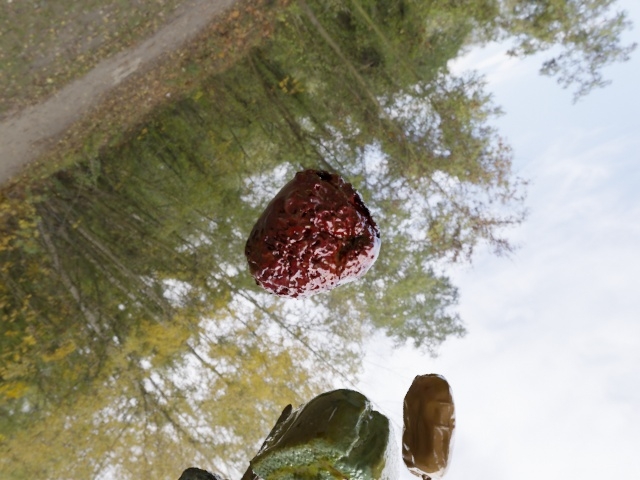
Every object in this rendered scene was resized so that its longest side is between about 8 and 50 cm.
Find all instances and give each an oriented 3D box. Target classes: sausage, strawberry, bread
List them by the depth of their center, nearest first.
[{"bbox_3d":[0.008,0.209,0.472,0.156,0.111,0.103,14,-152,17],"label":"bread"},{"bbox_3d":[0.000,0.000,0.891,0.220,0.274,0.274,23,-126,30],"label":"strawberry"},{"bbox_3d":[0.252,0.433,1.058,0.136,0.120,0.242,114,-18,-79],"label":"sausage"}]

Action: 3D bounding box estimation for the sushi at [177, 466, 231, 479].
[{"bbox_3d":[-0.224,0.599,0.994,0.124,0.224,0.127,-56,162,-22],"label":"sushi"}]

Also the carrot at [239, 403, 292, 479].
[{"bbox_3d":[-0.097,0.342,0.612,0.049,0.049,0.255,2,-117,63],"label":"carrot"}]
